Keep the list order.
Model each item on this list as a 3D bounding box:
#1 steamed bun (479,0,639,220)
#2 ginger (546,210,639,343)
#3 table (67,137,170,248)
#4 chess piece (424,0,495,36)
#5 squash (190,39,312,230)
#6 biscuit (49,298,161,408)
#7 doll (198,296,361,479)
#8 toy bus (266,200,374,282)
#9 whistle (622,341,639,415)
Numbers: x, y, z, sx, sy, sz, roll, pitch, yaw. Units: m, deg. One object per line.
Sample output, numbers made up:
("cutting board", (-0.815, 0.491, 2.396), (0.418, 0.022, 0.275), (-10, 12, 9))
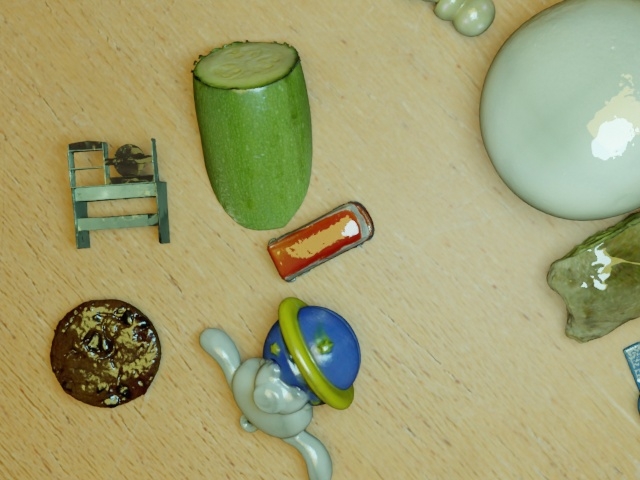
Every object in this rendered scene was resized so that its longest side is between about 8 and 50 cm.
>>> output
("steamed bun", (0.379, -0.190, 1.236), (0.324, 0.206, 0.324), (-3, 84, 29))
("ginger", (0.481, 0.064, 1.308), (0.275, 0.130, 0.221), (-39, 95, 12))
("table", (-0.332, -0.077, 1.445), (0.146, 0.062, 0.175), (-3, 91, 7))
("chess piece", (0.194, -0.384, 1.363), (0.170, 0.094, 0.094), (41, 96, -2))
("squash", (-0.105, -0.174, 1.434), (0.189, 0.189, 0.261), (-3, 126, 8))
("biscuit", (-0.361, 0.189, 1.461), (0.192, 0.049, 0.192), (1, 95, 9))
("doll", (-0.032, 0.240, 1.362), (0.242, 0.159, 0.311), (-28, 91, 6))
("toy bus", (0.000, 0.000, 1.394), (0.174, 0.077, 0.079), (-27, 88, 8))
("whistle", (0.517, 0.233, 1.325), (0.090, 0.090, 0.158), (-22, 88, 7))
